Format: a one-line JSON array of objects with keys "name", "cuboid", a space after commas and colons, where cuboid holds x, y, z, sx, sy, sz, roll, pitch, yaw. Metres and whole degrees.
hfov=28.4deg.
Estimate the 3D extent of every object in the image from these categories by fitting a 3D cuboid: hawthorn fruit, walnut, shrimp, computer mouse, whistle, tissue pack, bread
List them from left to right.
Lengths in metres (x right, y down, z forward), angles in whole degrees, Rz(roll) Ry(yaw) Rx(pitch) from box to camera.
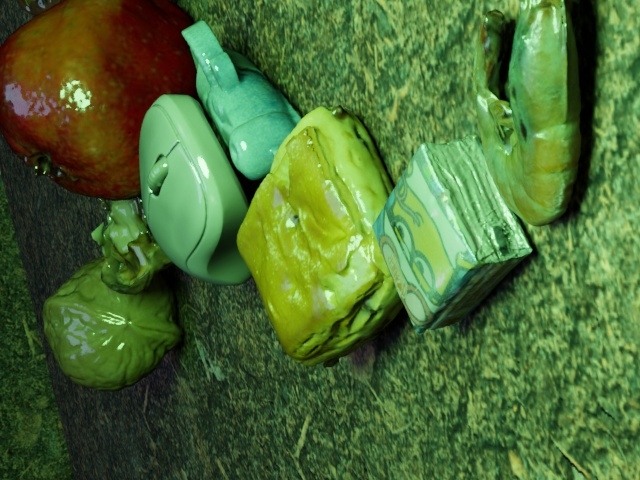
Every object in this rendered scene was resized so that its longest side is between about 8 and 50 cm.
[{"name": "hawthorn fruit", "cuboid": [-0.268, -0.205, 1.622, 0.265, 0.307, 0.265, 23, 156, 11]}, {"name": "walnut", "cuboid": [-0.327, 0.129, 2.003, 0.228, 0.228, 0.228, 166, 90, -68]}, {"name": "walnut", "cuboid": [-0.251, -0.048, 1.808, 0.204, 0.141, 0.238, -18, 85, 56]}, {"name": "computer mouse", "cuboid": [-0.152, -0.048, 1.491, 0.297, 0.121, 0.184, 72, 172, -71]}, {"name": "whistle", "cuboid": [-0.091, -0.151, 1.418, 0.269, 0.093, 0.180, 50, 166, 49]}, {"name": "bread", "cuboid": [-0.001, 0.006, 1.261, 0.210, 0.099, 0.235, 67, 148, 24]}, {"name": "tissue pack", "cuboid": [0.105, -0.002, 1.070, 0.155, 0.065, 0.116, 121, 132, -59]}, {"name": "shrimp", "cuboid": [0.145, -0.125, 0.922, 0.143, 0.052, 0.251, -126, 30, -48]}]

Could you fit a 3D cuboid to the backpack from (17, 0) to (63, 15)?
[{"name": "backpack", "cuboid": [-0.422, -0.451, 1.990, 0.229, 0.139, 0.229, 7, 99, 51]}]
